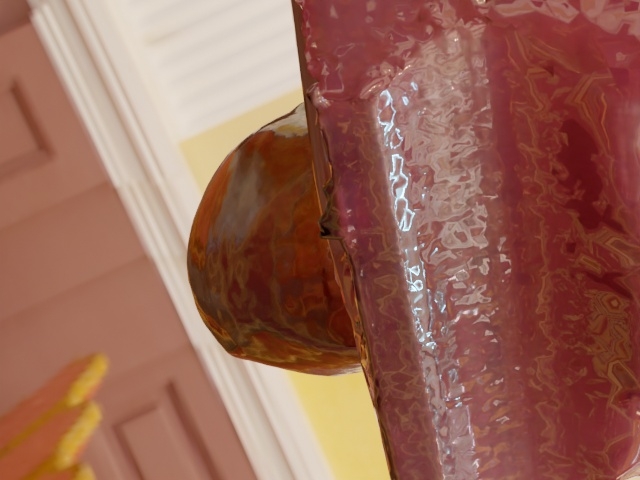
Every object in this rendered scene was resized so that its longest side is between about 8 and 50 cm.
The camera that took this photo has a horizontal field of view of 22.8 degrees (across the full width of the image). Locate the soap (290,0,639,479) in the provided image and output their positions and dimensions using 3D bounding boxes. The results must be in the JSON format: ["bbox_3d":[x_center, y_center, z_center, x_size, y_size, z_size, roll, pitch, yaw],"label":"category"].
[{"bbox_3d":[0.053,-0.073,0.541,0.220,0.127,0.325,-98,180,-47],"label":"soap"}]

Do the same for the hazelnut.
[{"bbox_3d":[0.000,0.000,1.246,0.229,0.229,0.229,-24,90,-90],"label":"hazelnut"}]
